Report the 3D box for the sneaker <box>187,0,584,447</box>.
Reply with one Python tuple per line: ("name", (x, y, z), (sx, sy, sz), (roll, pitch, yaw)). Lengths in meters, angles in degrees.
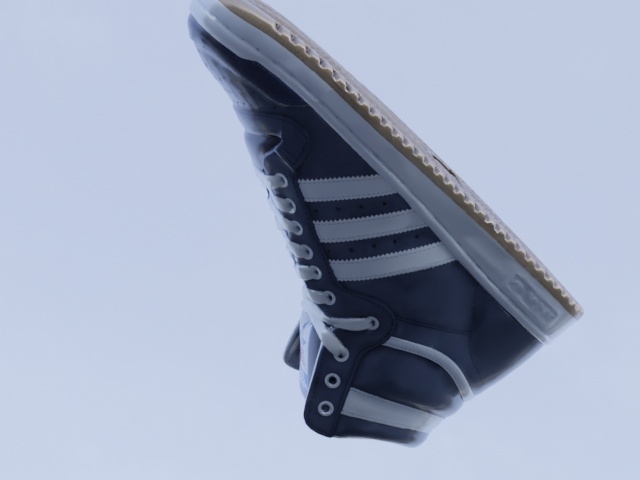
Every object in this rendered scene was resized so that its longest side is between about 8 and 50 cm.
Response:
("sneaker", (0.000, 0.000, 0.845), (0.153, 0.099, 0.282), (-44, -71, 9))
